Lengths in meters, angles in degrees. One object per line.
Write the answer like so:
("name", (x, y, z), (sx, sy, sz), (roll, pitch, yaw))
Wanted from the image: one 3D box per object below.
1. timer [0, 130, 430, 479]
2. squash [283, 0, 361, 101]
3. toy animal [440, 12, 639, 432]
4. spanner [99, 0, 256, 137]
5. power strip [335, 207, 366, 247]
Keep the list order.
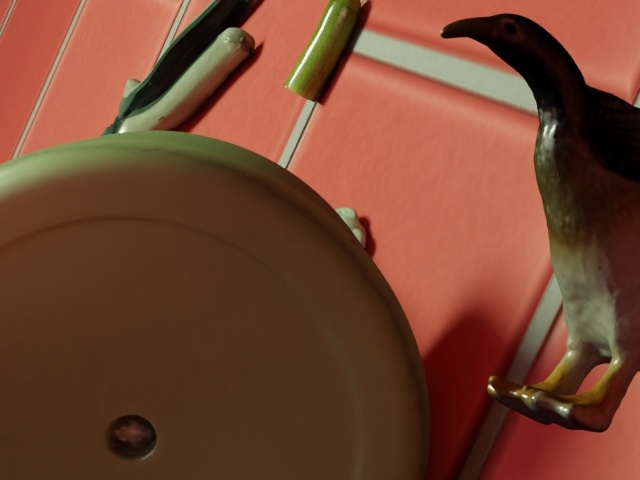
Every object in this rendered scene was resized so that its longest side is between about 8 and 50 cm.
("timer", (-0.084, 0.055, 0.887), (0.291, 0.291, 0.315), (-60, 5, 15))
("squash", (0.005, -0.142, 1.097), (0.083, 0.027, 0.027), (-61, 25, 11))
("toy animal", (0.117, -0.004, 0.578), (0.272, 0.197, 0.160), (12, 83, 61))
("spanner", (-0.148, -0.121, 1.376), (0.325, 0.040, 0.095), (-37, 37, 46))
("power strip", (0.000, 0.000, 0.980), (0.055, 0.035, 0.083), (-65, 27, 6))
